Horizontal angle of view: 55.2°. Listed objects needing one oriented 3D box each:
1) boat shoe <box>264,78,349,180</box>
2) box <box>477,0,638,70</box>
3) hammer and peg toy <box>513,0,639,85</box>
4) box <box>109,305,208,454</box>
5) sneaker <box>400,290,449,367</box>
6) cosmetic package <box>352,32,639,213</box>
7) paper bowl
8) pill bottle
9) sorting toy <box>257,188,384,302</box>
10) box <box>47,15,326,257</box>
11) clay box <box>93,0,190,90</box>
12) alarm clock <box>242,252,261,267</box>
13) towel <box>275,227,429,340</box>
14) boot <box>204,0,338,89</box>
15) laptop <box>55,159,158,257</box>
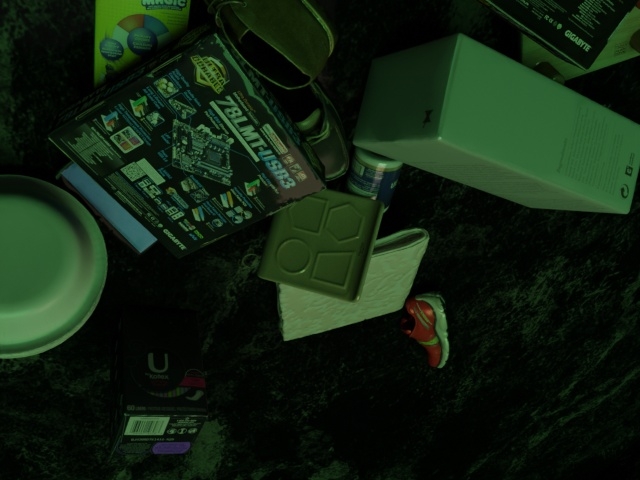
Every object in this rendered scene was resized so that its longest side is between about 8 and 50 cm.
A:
[{"bbox_3d":[-0.049,-0.206,0.992,0.132,0.130,0.355,-30,135,11],"label":"boat shoe"},{"bbox_3d":[0.309,-0.404,0.783,0.322,0.079,0.257,18,114,-31],"label":"box"},{"bbox_3d":[0.495,-0.397,0.998,0.361,0.127,0.266,-18,136,-1],"label":"hammer and peg toy"},{"bbox_3d":[-0.339,0.283,1.262,0.165,0.270,0.143,9,129,-26],"label":"box"},{"bbox_3d":[0.265,0.224,1.558,0.118,0.107,0.279,-5,133,11],"label":"sneaker"},{"bbox_3d":[0.311,-0.178,1.048,0.453,0.230,0.161,14,89,-30],"label":"cosmetic package"},{"bbox_3d":[-0.481,0.036,0.951,0.284,0.284,0.148,3,165,-22],"label":"paper bowl"},{"bbox_3d":[0.095,-0.106,1.164,0.094,0.094,0.169,-2,133,-17],"label":"pill bottle"},{"bbox_3d":[0.000,0.000,1.133,0.208,0.193,0.038,14,174,18],"label":"sorting toy"},{"bbox_3d":[-0.187,-0.134,0.918,0.293,0.073,0.295,-26,129,17],"label":"box"},{"bbox_3d":[-0.258,-0.307,0.879,0.127,0.053,0.222,0,133,-20],"label":"clay box"},{"bbox_3d":[-0.068,0.043,1.278,0.192,0.064,0.129,0,132,-15],"label":"alarm clock"},{"bbox_3d":[0.059,0.102,1.320,0.317,0.053,0.332,-14,152,-11],"label":"towel"},{"bbox_3d":[-0.107,-0.317,0.768,0.305,0.115,0.112,38,139,-21],"label":"boot"},{"bbox_3d":[-0.249,-0.087,1.025,0.264,0.136,0.234,1,144,28],"label":"laptop"}]
